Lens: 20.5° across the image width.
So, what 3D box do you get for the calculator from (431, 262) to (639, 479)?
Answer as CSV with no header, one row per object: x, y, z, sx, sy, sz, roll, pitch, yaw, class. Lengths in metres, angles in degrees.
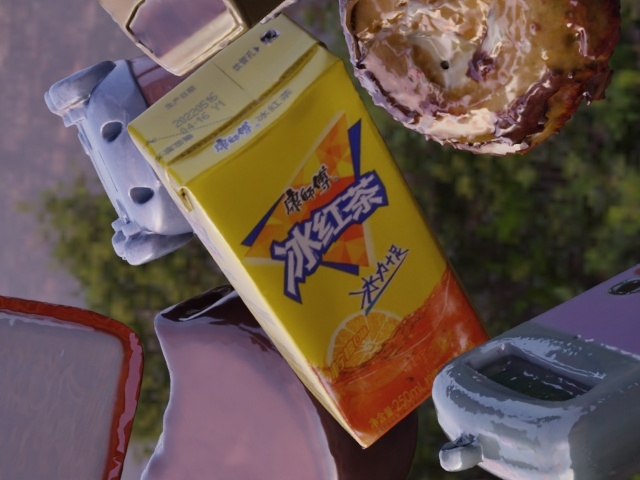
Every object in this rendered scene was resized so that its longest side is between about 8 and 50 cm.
0.160,0.046,0.798,0.045,0.246,0.141,68,165,-14,calculator

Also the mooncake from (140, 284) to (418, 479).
-0.050,0.194,1.861,0.334,0.174,0.325,-5,110,43,mooncake

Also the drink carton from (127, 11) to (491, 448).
0.000,0.000,1.404,0.111,0.154,0.351,43,169,44,drink carton

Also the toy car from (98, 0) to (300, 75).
-0.047,-0.215,1.185,0.101,0.124,0.256,-29,13,40,toy car

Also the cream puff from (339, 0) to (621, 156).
0.194,-0.263,2.089,0.229,0.350,0.350,-41,-38,-59,cream puff

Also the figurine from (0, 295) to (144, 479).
-0.171,0.128,0.817,0.226,0.183,0.160,88,-168,-71,figurine

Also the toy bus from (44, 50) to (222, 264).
-0.134,-0.110,1.792,0.197,0.232,0.294,65,172,-5,toy bus
